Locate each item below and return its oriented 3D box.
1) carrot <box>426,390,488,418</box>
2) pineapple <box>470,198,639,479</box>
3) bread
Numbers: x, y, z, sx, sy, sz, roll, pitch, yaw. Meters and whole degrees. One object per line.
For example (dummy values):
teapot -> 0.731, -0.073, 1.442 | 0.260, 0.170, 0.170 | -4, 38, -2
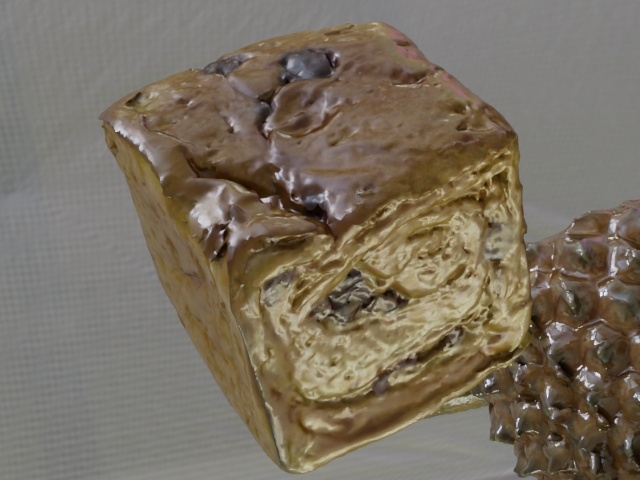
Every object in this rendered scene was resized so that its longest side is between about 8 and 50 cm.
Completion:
carrot -> 0.172, 0.100, 1.303 | 0.260, 0.070, 0.070 | -8, -109, -23
pineapple -> 0.236, 0.162, 1.084 | 0.223, 0.223, 0.357 | 5, -129, -28
bread -> 0.000, 0.000, 0.733 | 0.149, 0.158, 0.143 | -21, -135, -17
